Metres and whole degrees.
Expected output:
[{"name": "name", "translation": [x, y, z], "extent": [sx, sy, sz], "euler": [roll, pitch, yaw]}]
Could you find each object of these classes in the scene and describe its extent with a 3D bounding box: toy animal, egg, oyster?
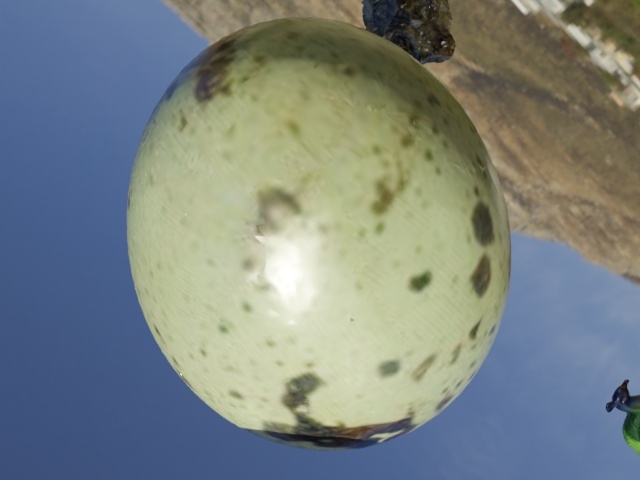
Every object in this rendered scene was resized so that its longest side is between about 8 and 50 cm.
[{"name": "toy animal", "translation": [0.324, 0.179, 0.913], "extent": [0.217, 0.075, 0.041], "euler": [48, -169, -46]}, {"name": "egg", "translation": [0.000, 0.000, 0.743], "extent": [0.379, 0.288, 0.287], "euler": [80, 180, -46]}, {"name": "oyster", "translation": [0.084, -0.247, 1.040], "extent": [0.051, 0.103, 0.148], "euler": [8, -120, -78]}]
